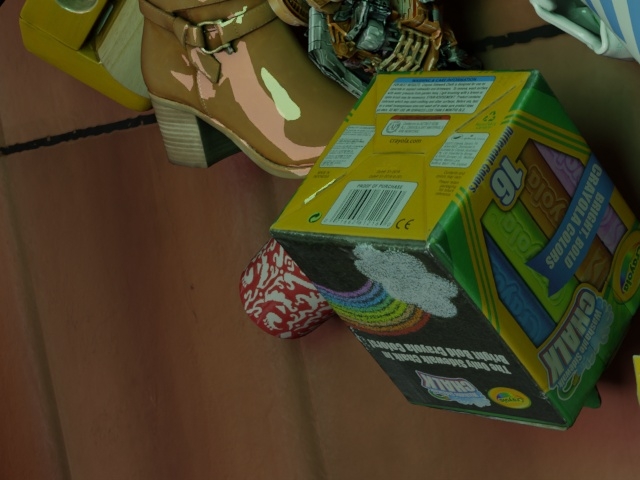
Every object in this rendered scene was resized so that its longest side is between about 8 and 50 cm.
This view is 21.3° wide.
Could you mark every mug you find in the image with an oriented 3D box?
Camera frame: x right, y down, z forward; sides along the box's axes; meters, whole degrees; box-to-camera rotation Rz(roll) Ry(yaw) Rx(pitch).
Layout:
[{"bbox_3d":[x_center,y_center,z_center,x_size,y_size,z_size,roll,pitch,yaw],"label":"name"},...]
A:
[{"bbox_3d":[0.007,0.007,1.613,0.113,0.150,0.169,35,141,-9],"label":"mug"}]

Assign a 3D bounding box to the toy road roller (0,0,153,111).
[{"bbox_3d":[-0.219,-0.317,1.725,0.330,0.240,0.202,32,133,-7],"label":"toy road roller"}]

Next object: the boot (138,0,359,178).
[{"bbox_3d":[-0.043,-0.177,1.541,0.283,0.109,0.220,6,115,35],"label":"boot"}]

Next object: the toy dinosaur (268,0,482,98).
[{"bbox_3d":[0.022,-0.238,1.402,0.164,0.218,0.322,-3,141,35],"label":"toy dinosaur"}]

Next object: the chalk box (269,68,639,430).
[{"bbox_3d":[0.135,0.025,1.350,0.180,0.179,0.289,5,144,46],"label":"chalk box"}]

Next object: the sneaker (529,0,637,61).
[{"bbox_3d":[0.180,-0.213,1.334,0.212,0.094,0.080,45,132,32],"label":"sneaker"}]

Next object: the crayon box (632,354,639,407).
[{"bbox_3d":[0.354,0.238,1.272,0.203,0.083,0.322,1,102,49],"label":"crayon box"}]

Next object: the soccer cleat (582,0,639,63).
[{"bbox_3d":[0.266,-0.168,1.224,0.331,0.116,0.143,51,174,-6],"label":"soccer cleat"}]
